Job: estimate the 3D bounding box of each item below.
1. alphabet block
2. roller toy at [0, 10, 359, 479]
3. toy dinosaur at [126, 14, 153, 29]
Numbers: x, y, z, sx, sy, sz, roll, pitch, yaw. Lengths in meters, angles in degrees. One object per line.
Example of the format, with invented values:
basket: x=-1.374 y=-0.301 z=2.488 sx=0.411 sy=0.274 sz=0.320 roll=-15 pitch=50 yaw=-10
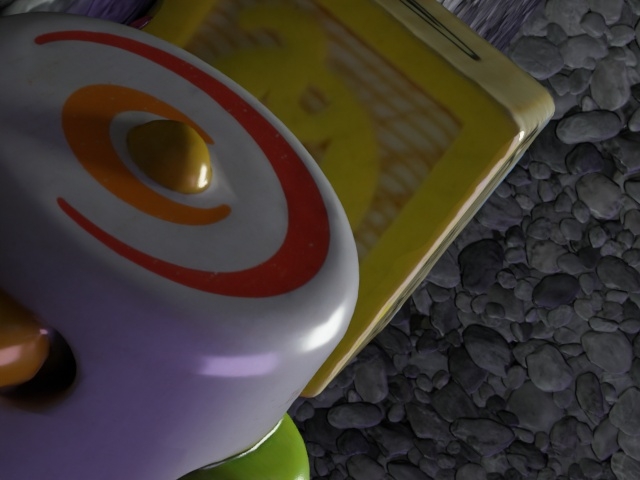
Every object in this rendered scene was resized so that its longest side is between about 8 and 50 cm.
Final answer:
alphabet block: x=-0.005 y=-0.057 z=1.034 sx=0.192 sy=0.193 sz=0.197 roll=-54 pitch=175 yaw=14
roller toy: x=-0.091 y=0.009 z=0.741 sx=0.146 sy=0.209 sz=0.191 roll=-53 pitch=-146 yaw=31
toy dinosaur: x=-0.112 y=-0.082 z=0.887 sx=0.082 sy=0.047 sz=0.090 roll=80 pitch=16 yaw=-73
